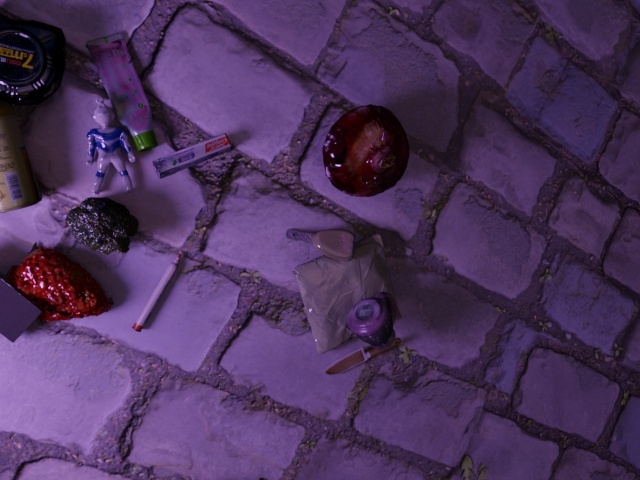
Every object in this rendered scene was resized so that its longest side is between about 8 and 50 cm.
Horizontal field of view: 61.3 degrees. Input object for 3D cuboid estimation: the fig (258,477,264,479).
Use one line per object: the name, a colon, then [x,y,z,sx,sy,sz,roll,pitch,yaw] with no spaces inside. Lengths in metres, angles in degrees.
fig: [-0.247,0.697,1.442,0.236,0.124,0.124,-5,97,-33]

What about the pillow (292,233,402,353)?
pillow: [0.085,0.153,1.528,0.281,0.076,0.274,-21,105,-18]

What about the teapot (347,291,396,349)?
teapot: [0.150,0.224,1.492,0.116,0.148,0.146,-14,133,22]

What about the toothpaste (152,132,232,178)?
toothpaste: [-0.320,-0.212,1.351,0.196,0.047,0.040,-25,90,-17]

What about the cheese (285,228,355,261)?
cheese: [0.000,0.000,1.475,0.192,0.037,0.097,13,55,-3]

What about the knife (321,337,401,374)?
knife: [0.120,0.336,1.588,0.256,0.022,0.046,-22,110,-14]

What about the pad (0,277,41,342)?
pad: [-0.728,0.123,1.186,0.143,0.003,0.211,-39,103,25]

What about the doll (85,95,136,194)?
doll: [-0.497,-0.223,1.274,0.114,0.057,0.227,-4,106,-15]

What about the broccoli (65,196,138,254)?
broccoli: [-0.500,-0.030,1.249,0.162,0.137,0.146,32,45,10]

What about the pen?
pen: [-0.408,0.129,1.359,0.026,0.026,0.218,31,84,-21]

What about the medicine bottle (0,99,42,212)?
medicine bottle: [-0.690,-0.183,1.153,0.124,0.124,0.238,-13,107,-20]

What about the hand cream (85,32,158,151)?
hand cream: [-0.463,-0.348,1.284,0.079,0.050,0.275,-27,100,-43]

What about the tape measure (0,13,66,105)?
tape measure: [-0.659,-0.386,1.165,0.199,0.112,0.186,9,85,-16]

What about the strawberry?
strawberry: [-0.608,0.129,1.240,0.228,0.098,0.174,42,81,-18]

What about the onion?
onion: [0.130,-0.233,1.431,0.252,0.219,0.252,-6,106,-19]
